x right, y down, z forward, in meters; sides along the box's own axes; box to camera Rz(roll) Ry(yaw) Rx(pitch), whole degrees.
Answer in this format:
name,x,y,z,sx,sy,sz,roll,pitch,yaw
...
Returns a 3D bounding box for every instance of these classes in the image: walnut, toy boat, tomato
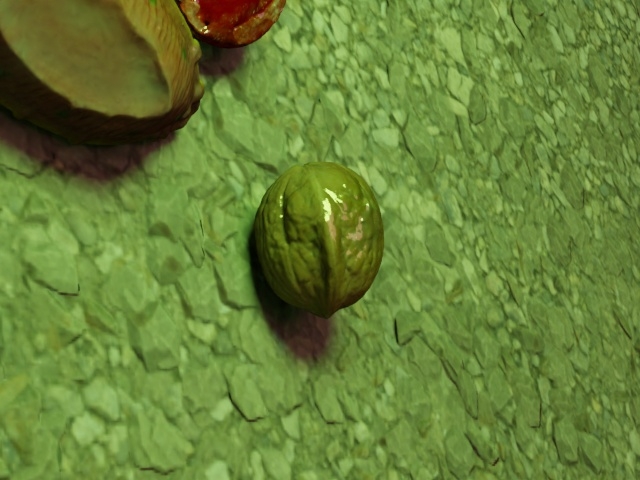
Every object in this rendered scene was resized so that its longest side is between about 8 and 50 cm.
name,x,y,z,sx,sy,sz,roll,pitch,yaw
walnut,0.000,0.000,1.055,0.105,0.105,0.124,7,68,-50
toy boat,-0.176,-0.150,0.895,0.318,0.141,0.099,40,2,-45
tomato,-0.091,-0.234,1.068,0.139,0.091,0.159,-21,116,-45
